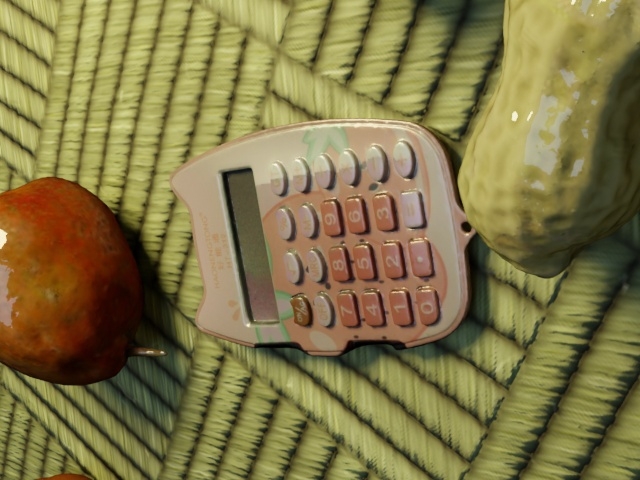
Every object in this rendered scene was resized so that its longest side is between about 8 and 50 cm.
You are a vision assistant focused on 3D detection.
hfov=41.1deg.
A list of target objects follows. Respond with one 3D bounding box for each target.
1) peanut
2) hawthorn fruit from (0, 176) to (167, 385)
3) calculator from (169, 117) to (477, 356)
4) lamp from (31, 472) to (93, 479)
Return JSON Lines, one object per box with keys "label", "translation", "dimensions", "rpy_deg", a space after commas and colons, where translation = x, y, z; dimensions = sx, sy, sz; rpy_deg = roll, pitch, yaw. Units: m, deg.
{"label": "peanut", "translation": [0.181, -0.119, 0.552], "dimensions": [0.159, 0.143, 0.291], "rpy_deg": [-108, 32, -48]}
{"label": "hawthorn fruit", "translation": [-0.284, 0.064, 0.946], "dimensions": [0.262, 0.210, 0.210], "rpy_deg": [42, 125, 10]}
{"label": "calculator", "translation": [0.000, 0.000, 0.791], "dimensions": [0.330, 0.048, 0.220], "rpy_deg": [-4, 98, 38]}
{"label": "lamp", "translation": [-0.336, 0.405, 1.071], "dimensions": [0.223, 0.196, 0.223], "rpy_deg": [-15, 56, 24]}
